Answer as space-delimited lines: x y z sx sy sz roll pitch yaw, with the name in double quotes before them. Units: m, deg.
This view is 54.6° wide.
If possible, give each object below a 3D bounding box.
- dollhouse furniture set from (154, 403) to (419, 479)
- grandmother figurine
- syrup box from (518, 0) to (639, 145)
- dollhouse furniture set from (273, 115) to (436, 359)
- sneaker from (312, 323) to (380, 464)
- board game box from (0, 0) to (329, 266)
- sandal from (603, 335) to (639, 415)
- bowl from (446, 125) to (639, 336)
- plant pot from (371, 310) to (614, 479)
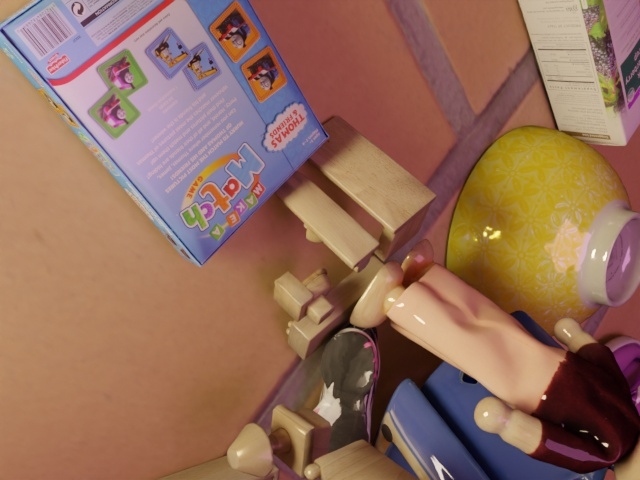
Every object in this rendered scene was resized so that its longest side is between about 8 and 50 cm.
"dollhouse furniture set" -0.026 0.317 0.447 0.174 0.355 0.303 -6 107 -39
"grandmother figurine" 0.203 0.130 0.557 0.208 0.342 0.104 -33 151 -39
"syrup box" 0.332 -0.236 0.762 0.093 0.096 0.237 -50 129 -18
"dollhouse furniture set" 0.000 0.000 0.593 0.144 0.123 0.151 -38 160 -26
"sneaker" 0.032 0.161 0.645 0.077 0.072 0.178 -44 152 -64
"board game box" -0.100 -0.109 0.460 0.160 0.039 0.211 -48 125 -20
"sandal" 0.608 0.280 1.157 0.416 0.102 0.169 20 90 -43
"bowl" 0.310 0.005 0.778 0.289 0.156 0.289 -13 111 -38
"plant pot" 0.178 0.252 0.657 0.212 0.236 0.236 -17 139 -27
